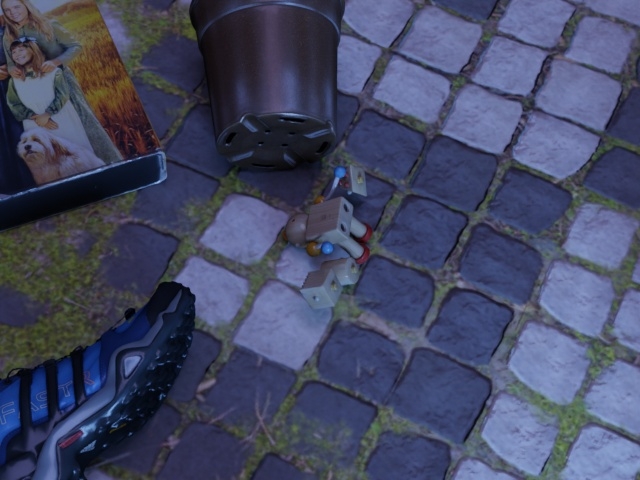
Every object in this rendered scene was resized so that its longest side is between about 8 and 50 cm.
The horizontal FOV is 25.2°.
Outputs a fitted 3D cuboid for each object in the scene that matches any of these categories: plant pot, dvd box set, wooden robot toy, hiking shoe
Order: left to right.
[{"bbox_3d":[-0.378,-0.196,1.524,0.307,0.062,0.420,-17,61,-16],"label":"dvd box set"},{"bbox_3d":[-0.229,0.137,1.294,0.132,0.113,0.304,30,60,13],"label":"hiking shoe"},{"bbox_3d":[-0.051,-0.171,1.489,0.167,0.167,0.165,-1,66,-6],"label":"plant pot"},{"bbox_3d":[0.000,0.000,1.446,0.079,0.076,0.173,-11,51,30],"label":"wooden robot toy"}]
